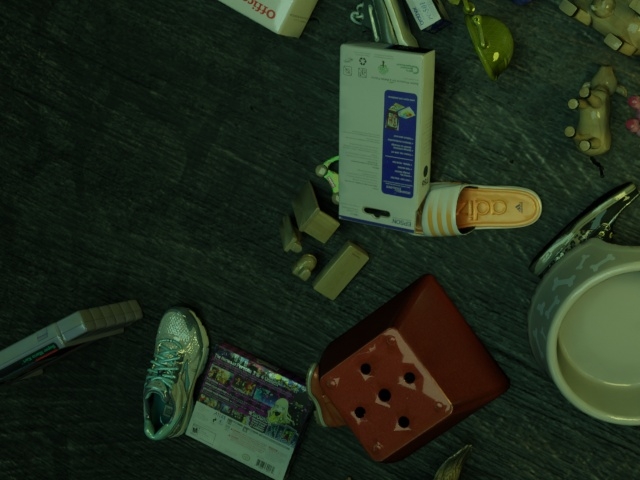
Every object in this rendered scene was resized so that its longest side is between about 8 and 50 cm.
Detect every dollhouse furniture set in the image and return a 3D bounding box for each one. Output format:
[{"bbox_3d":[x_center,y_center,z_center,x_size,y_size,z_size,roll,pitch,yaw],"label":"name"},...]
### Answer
[{"bbox_3d":[0.000,0.000,2.037,0.151,0.123,0.144,32,109,-24],"label":"dollhouse furniture set"}]

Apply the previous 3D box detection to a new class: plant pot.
[{"bbox_3d":[0.147,0.255,1.906,0.267,0.235,0.267,-38,84,19],"label":"plant pot"}]

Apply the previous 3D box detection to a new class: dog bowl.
[{"bbox_3d":[0.530,0.159,1.774,0.348,0.102,0.349,1,111,4],"label":"dog bowl"}]

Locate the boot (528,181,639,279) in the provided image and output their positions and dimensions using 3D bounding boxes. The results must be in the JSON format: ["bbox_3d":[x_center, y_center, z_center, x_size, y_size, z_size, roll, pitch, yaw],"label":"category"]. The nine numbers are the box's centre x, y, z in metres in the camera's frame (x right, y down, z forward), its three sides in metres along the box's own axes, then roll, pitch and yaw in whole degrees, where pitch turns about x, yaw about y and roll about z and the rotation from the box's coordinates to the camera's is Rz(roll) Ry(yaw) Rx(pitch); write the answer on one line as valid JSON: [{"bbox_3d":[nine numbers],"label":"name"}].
[{"bbox_3d":[0.508,0.030,1.843,0.236,0.085,0.178,-44,86,18],"label":"boot"}]

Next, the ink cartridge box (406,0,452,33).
[{"bbox_3d":[0.163,-0.476,1.889,0.046,0.097,0.207,-28,87,20],"label":"ink cartridge box"}]

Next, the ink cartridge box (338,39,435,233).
[{"bbox_3d":[0.116,-0.187,1.895,0.165,0.065,0.333,13,115,25],"label":"ink cartridge box"}]

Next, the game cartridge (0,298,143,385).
[{"bbox_3d":[-0.561,0.225,2.146,0.355,0.230,0.068,-27,88,20],"label":"game cartridge"}]

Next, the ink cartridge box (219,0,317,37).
[{"bbox_3d":[-0.079,-0.543,1.953,0.198,0.115,0.273,31,105,13],"label":"ink cartridge box"}]

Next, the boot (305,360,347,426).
[{"bbox_3d":[0.024,0.298,2.018,0.084,0.059,0.158,5,130,31],"label":"boot"}]

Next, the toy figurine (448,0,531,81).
[{"bbox_3d":[0.316,-0.483,1.787,0.217,0.191,0.363,-22,73,5],"label":"toy figurine"}]

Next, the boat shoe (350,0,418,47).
[{"bbox_3d":[0.102,-0.405,1.910,0.099,0.116,0.320,-19,96,19],"label":"boat shoe"}]

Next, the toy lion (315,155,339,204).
[{"bbox_3d":[0.054,-0.120,2.005,0.096,0.034,0.100,-32,85,12],"label":"toy lion"}]

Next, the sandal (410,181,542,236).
[{"bbox_3d":[0.266,-0.060,1.913,0.265,0.076,0.102,-4,95,20],"label":"sandal"}]

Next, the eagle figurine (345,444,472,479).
[{"bbox_3d":[0.167,0.524,1.935,0.298,0.225,0.226,-21,79,27],"label":"eagle figurine"}]

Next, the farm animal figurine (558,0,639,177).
[{"bbox_3d":[0.523,-0.322,1.759,0.330,0.172,0.327,-36,72,27],"label":"farm animal figurine"}]

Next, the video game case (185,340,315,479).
[{"bbox_3d":[-0.138,0.345,2.115,0.232,0.042,0.210,23,103,15],"label":"video game case"}]

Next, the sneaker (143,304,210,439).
[{"bbox_3d":[-0.300,0.273,2.119,0.110,0.122,0.283,8,99,17],"label":"sneaker"}]
